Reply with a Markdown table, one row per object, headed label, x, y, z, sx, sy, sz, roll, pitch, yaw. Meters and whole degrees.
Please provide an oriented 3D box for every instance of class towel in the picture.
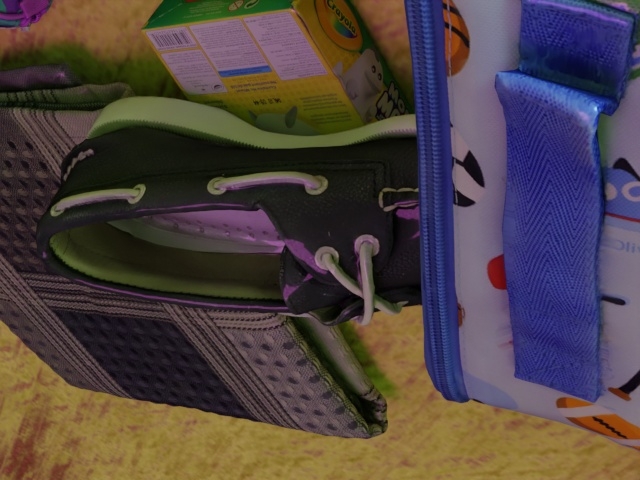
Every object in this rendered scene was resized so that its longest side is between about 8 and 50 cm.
| label | x | y | z | sx | sy | sz | roll | pitch | yaw |
| --- | --- | --- | --- | --- | --- | --- | --- | --- | --- |
| towel | -0.142 | 0.006 | 0.997 | 0.312 | 0.056 | 0.324 | 4 | 142 | 40 |

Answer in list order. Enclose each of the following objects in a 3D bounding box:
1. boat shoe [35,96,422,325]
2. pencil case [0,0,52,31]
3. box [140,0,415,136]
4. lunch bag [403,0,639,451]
| label | x | y | z | sx | sy | sz | roll | pitch | yaw |
| --- | --- | --- | --- | --- | --- | --- | --- | --- | --- |
| boat shoe | 0.000 | 0.000 | 0.740 | 0.303 | 0.091 | 0.114 | 4 | 139 | 29 |
| pencil case | -0.207 | -0.131 | 0.831 | 0.152 | 0.064 | 0.070 | -14 | 102 | 49 |
| box | -0.003 | -0.059 | 0.787 | 0.105 | 0.043 | 0.179 | 0 | 135 | 38 |
| lunch bag | 0.101 | -0.083 | 0.477 | 0.115 | 0.243 | 0.303 | 17 | 146 | 20 |
